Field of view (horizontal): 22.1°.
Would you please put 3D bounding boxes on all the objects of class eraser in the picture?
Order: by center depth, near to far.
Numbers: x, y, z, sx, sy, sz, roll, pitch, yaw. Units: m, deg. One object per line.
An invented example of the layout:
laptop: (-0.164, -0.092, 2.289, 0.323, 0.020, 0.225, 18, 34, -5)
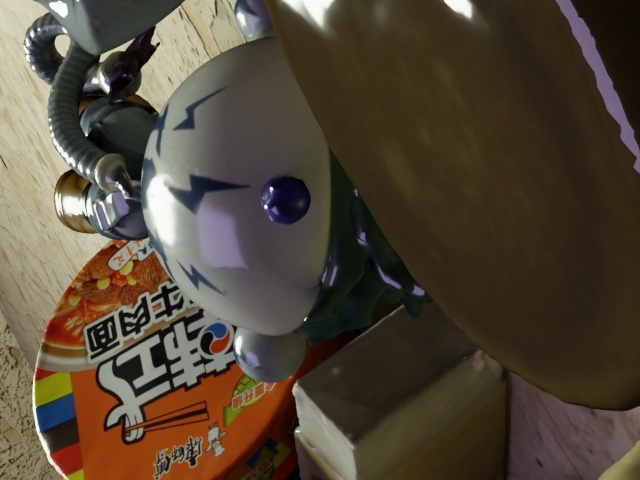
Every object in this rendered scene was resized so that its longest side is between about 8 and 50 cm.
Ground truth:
eraser: (0.065, 0.175, 1.215, 0.078, 0.144, 0.343, 45, 159, 29)

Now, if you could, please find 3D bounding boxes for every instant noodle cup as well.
instant noodle cup: (-0.070, 0.117, 1.285, 0.250, 0.250, 0.192, 41, 180, 39)

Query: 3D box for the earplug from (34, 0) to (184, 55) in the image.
earplug: (-0.210, -0.243, 1.017, 0.325, 0.175, 0.214, 24, -171, -17)

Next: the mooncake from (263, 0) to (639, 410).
mooncake: (0.101, -0.085, 0.663, 0.284, 0.155, 0.284, 51, 163, 23)

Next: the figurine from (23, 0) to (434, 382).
figurine: (-0.056, -0.038, 1.095, 0.382, 0.186, 0.261, 11, 118, 60)

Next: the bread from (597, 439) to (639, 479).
bread: (0.213, 0.313, 0.781, 0.390, 0.279, 0.371, 61, 169, 27)
